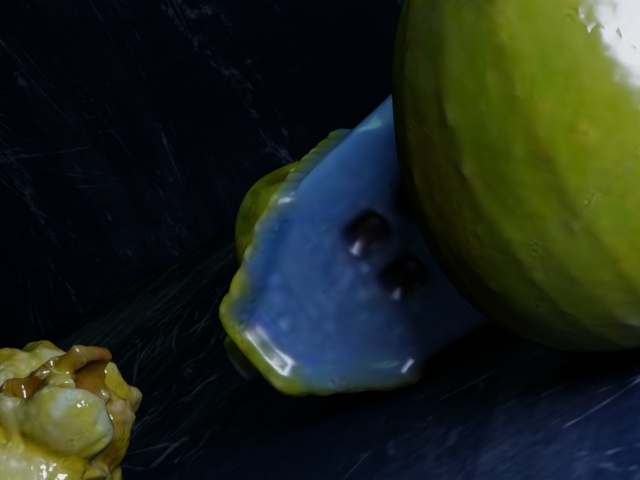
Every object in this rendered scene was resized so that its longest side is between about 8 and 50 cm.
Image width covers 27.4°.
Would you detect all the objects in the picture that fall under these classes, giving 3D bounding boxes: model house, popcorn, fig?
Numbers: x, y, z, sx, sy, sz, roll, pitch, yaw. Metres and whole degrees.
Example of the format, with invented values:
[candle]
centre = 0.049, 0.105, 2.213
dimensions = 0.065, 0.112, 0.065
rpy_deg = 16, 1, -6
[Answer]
[model house]
centre = 0.057, -0.003, 1.095
dimensions = 0.303, 0.215, 0.237
rpy_deg = -33, 7, 22
[popcorn]
centre = -0.278, 0.191, 1.211
dimensions = 0.266, 0.192, 0.233
rpy_deg = -48, 3, 34
[fig]
centre = 0.175, -0.100, 0.790
dimensions = 0.316, 0.316, 0.316
rpy_deg = -31, 7, 4

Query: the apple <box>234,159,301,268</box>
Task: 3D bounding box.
[apple]
centre = 0.000, 0.000, 1.426
dimensions = 0.196, 0.196, 0.196
rpy_deg = -31, 7, 4
